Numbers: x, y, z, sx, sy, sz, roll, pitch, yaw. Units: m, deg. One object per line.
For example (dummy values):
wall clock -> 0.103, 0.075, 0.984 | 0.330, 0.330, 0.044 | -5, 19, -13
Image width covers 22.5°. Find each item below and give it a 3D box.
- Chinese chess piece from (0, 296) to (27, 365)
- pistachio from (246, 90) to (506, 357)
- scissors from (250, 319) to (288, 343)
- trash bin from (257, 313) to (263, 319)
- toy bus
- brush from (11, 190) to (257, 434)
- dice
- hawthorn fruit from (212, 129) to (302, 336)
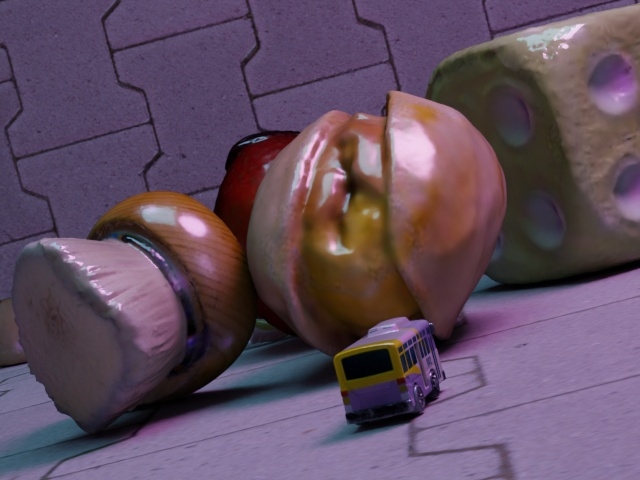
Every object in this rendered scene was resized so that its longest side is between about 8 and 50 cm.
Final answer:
Chinese chess piece -> -0.395, 0.115, 2.483 | 0.273, 0.102, 0.273 | -16, 2, 1
pistachio -> 0.057, -0.011, 1.411 | 0.229, 0.230, 0.309 | -14, 19, 16
scissors -> -0.002, 0.042, 1.780 | 0.317, 0.160, 0.024 | 2, -24, -3
trash bin -> 0.004, 0.014, 1.945 | 0.184, 0.161, 0.238 | -16, 10, -17
toy bus -> 0.047, 0.086, 1.081 | 0.052, 0.058, 0.102 | -13, 3, 18
brush -> -0.180, 0.085, 1.411 | 0.166, 0.174, 0.267 | -32, -16, -40
dice -> 0.273, -0.100, 1.663 | 0.254, 0.250, 0.252 | -15, 3, -31
hawthorn fruit -> 0.000, 0.000, 1.647 | 0.215, 0.215, 0.249 | -16, 25, -18
